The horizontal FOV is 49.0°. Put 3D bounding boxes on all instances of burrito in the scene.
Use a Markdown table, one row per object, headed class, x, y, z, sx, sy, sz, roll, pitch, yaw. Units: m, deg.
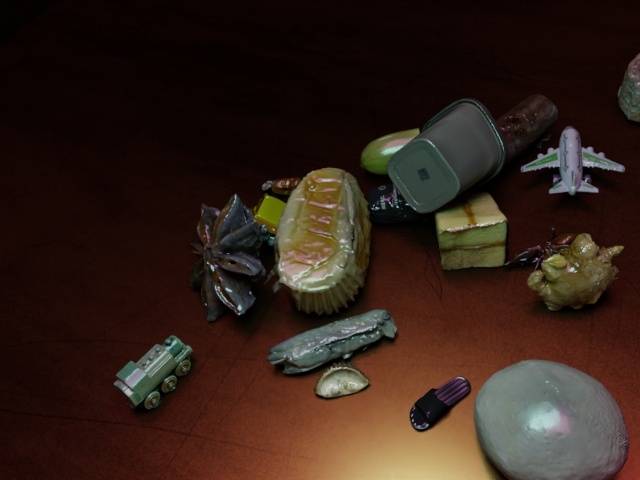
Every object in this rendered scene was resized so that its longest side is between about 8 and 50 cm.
| class | x | y | z | sx | sy | sz | roll | pitch | yaw |
| --- | --- | --- | --- | --- | --- | --- | --- | --- | --- |
| burrito | 0.026 | 0.234 | 1.631 | 0.310 | 0.066 | 0.096 | -19 | 43 | -4 |

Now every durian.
| class | x | y | z | sx | sy | sz | roll | pitch | yaw |
| --- | --- | --- | --- | --- | --- | --- | --- | --- | --- |
| durian | 0.044 | 0.309 | 1.570 | 0.131 | 0.052 | 0.066 | -12 | 50 | 2 |

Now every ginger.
| class | x | y | z | sx | sy | sz | roll | pitch | yaw |
| --- | --- | --- | --- | --- | --- | --- | --- | --- | --- |
| ginger | 0.581 | 0.072 | 1.575 | 0.216 | 0.157 | 0.102 | -35 | 17 | 15 |

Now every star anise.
| class | x | y | z | sx | sy | sz | roll | pitch | yaw |
| --- | --- | --- | --- | --- | --- | --- | --- | --- | --- |
| star anise | -0.232 | 0.045 | 1.753 | 0.118 | 0.331 | 0.331 | 2 | 37 | -36 |
| star anise | 0.568 | 0.044 | 1.677 | 0.213 | 0.053 | 0.157 | -29 | 49 | -15 |

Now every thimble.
| class | x | y | z | sx | sy | sz | roll | pitch | yaw |
| --- | --- | --- | --- | --- | --- | --- | --- | --- | --- |
| thimble | 0.951 | -0.438 | 1.947 | 0.229 | 0.148 | 0.195 | -10 | 47 | 2 |

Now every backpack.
| class | x | y | z | sx | sy | sz | roll | pitch | yaw |
| --- | --- | --- | --- | --- | --- | --- | --- | --- | --- |
| backpack | 0.206 | -0.104 | 1.857 | 0.165 | 0.105 | 0.119 | -7 | 52 | 4 |

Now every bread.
| class | x | y | z | sx | sy | sz | roll | pitch | yaw |
| --- | --- | --- | --- | --- | --- | --- | --- | --- | --- |
| bread | 0.362 | -0.072 | 1.755 | 0.168 | 0.163 | 0.263 | -9 | 48 | 6 |
| bread | 0.012 | 0.003 | 1.750 | 0.236 | 0.183 | 0.388 | 11 | 57 | 10 |

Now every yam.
| class | x | y | z | sx | sy | sz | roll | pitch | yaw |
| --- | --- | --- | --- | --- | --- | --- | --- | --- | --- |
| yam | 0.520 | -0.287 | 1.929 | 0.280 | 0.131 | 0.131 | -38 | 52 | -20 |

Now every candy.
| class | x | y | z | sx | sy | sz | roll | pitch | yaw |
| --- | --- | --- | --- | --- | --- | --- | --- | --- | --- |
| candy | -0.087 | -0.156 | 2.013 | 0.182 | 0.046 | 0.053 | 3 | 49 | 19 |
| candy | 0.442 | 0.351 | 1.353 | 0.296 | 0.185 | 0.295 | -8 | 53 | 11 |

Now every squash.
| class | x | y | z | sx | sy | sz | roll | pitch | yaw |
| --- | --- | --- | --- | --- | --- | --- | --- | --- | --- |
| squash | 0.200 | -0.242 | 1.980 | 0.187 | 0.123 | 0.123 | -13 | 48 | 8 |

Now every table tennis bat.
| class | x | y | z | sx | sy | sz | roll | pitch | yaw |
| --- | --- | --- | --- | --- | --- | --- | --- | --- | --- |
| table tennis bat | 0.626 | -0.292 | 1.988 | 0.050 | 0.007 | 0.083 | 10 | 51 | 22 |

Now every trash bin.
| class | x | y | z | sx | sy | sz | roll | pitch | yaw |
| --- | --- | --- | --- | --- | --- | --- | --- | --- | --- |
| trash bin | 0.313 | -0.205 | 1.766 | 0.250 | 0.220 | 0.219 | -35 | 89 | -45 |

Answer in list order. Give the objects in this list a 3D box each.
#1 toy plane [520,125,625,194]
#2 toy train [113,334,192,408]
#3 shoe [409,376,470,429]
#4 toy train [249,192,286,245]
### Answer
| class | x | y | z | sx | sy | sz | roll | pitch | yaw |
| --- | --- | --- | --- | --- | --- | --- | --- | --- | --- |
| toy plane | 0.656 | -0.204 | 1.844 | 0.251 | 0.101 | 0.255 | 1 | 46 | 15 |
| toy train | -0.381 | 0.301 | 1.630 | 0.081 | 0.125 | 0.194 | 30 | 62 | 29 |
| shoe | 0.254 | 0.336 | 1.498 | 0.159 | 0.053 | 0.062 | -31 | 53 | -18 |
| toy train | -0.143 | -0.062 | 1.856 | 0.089 | 0.219 | 0.127 | 24 | 96 | -10 |
